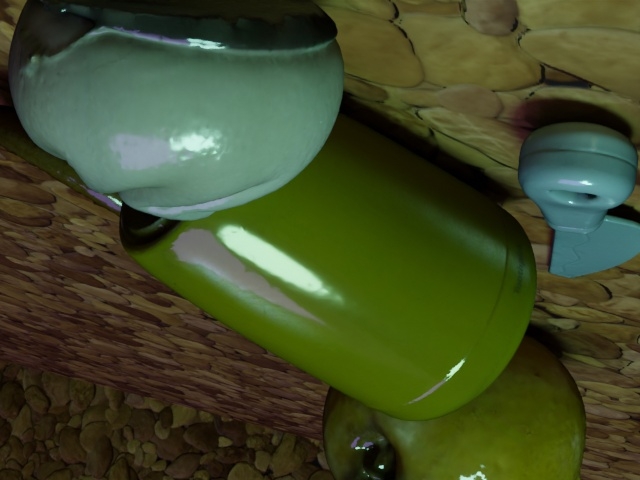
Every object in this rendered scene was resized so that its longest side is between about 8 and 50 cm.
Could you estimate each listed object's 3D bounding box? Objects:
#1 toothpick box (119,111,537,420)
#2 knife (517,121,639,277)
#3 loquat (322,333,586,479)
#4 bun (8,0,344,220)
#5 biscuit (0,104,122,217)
[{"bbox_3d":[0.000,0.000,0.757,0.271,0.175,0.175,30,160,-29],"label":"toothpick box"},{"bbox_3d":[0.191,-0.011,0.781,0.080,0.044,0.331,4,167,16],"label":"knife"},{"bbox_3d":[0.149,0.201,1.156,0.274,0.275,0.275,15,164,5],"label":"loquat"},{"bbox_3d":[-0.075,-0.072,0.580,0.172,0.120,0.173,6,-159,-2],"label":"bun"},{"bbox_3d":[-0.188,-0.052,0.909,0.212,0.036,0.212,30,176,2],"label":"biscuit"}]
